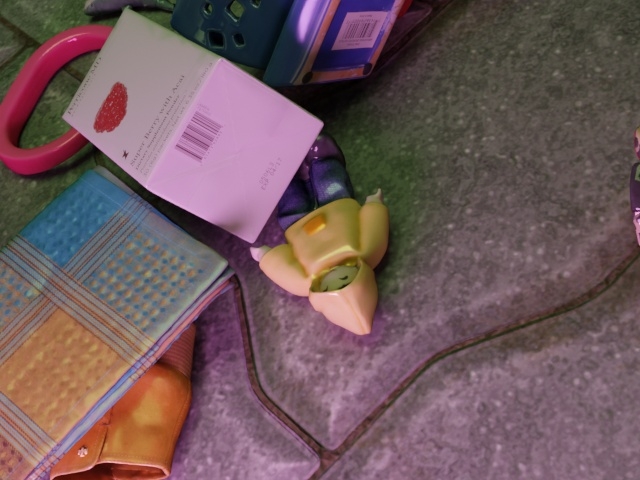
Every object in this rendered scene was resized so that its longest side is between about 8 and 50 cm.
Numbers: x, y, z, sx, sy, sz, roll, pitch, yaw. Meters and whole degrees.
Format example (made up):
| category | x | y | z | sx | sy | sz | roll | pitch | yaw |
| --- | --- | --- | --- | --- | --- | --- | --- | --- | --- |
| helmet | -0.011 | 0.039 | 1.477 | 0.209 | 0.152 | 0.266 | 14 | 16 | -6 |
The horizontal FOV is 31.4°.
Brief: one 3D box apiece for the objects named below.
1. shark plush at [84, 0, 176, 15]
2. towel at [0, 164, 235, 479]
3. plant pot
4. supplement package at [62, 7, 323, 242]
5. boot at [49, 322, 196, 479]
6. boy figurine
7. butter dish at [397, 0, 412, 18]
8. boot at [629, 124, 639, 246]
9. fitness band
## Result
| category | x | y | z | sx | sy | sz | roll | pitch | yaw |
| --- | --- | --- | --- | --- | --- | --- | --- | --- | --- |
| shark plush | -0.304 | -0.384 | 1.851 | 0.161 | 0.073 | 0.067 | 15 | 79 | 8 |
| towel | -0.310 | 0.100 | 1.327 | 0.271 | 0.040 | 0.370 | 36 | 75 | 30 |
| plant pot | -0.022 | -0.332 | 1.502 | 0.212 | 0.236 | 0.236 | 40 | 32 | 25 |
| supplement package | -0.169 | -0.152 | 1.437 | 0.293 | 0.175 | 0.178 | 35 | 95 | 52 |
| boot | -0.293 | 0.185 | 1.340 | 0.295 | 0.104 | 0.211 | -1 | 53 | 18 |
| boy figurine | 0.000 | 0.000 | 1.371 | 0.177 | 0.092 | 0.285 | -20 | 45 | 7 |
| butter dish | 0.088 | -0.383 | 1.623 | 0.118 | 0.160 | 0.160 | -8 | 36 | -45 |
| boot | 0.448 | -0.098 | 1.102 | 0.284 | 0.378 | 0.138 | 0 | 27 | 30 |
| fitness band | -0.385 | -0.220 | 1.734 | 0.209 | 0.054 | 0.291 | 3 | 54 | 25 |
